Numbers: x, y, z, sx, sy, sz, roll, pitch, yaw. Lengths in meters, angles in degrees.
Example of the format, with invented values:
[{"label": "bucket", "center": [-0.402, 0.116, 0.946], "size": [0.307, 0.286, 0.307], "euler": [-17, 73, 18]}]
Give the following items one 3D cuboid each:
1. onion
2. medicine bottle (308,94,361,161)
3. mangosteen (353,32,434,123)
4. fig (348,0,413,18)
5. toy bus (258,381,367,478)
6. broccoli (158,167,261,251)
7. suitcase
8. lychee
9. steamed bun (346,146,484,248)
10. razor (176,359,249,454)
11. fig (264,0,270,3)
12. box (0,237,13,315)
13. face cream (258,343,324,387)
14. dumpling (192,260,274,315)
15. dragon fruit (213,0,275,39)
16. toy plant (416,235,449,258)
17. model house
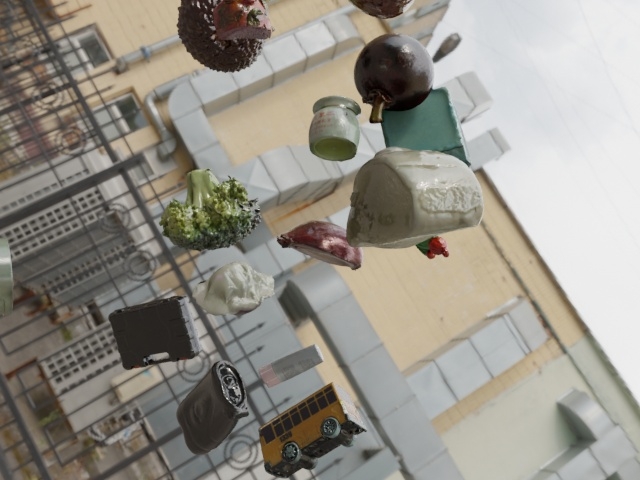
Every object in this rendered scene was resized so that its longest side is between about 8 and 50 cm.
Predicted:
[{"label": "onion", "center": [0.000, 0.000, 1.760], "size": [0.227, 0.283, 0.120], "euler": [0, -107, 63]}, {"label": "medicine bottle", "center": [0.041, -0.316, 1.624], "size": [0.147, 0.147, 0.143], "euler": [103, -8, -68]}, {"label": "mangosteen", "center": [0.192, -0.445, 1.627], "size": [0.235, 0.261, 0.235], "euler": [22, -17, 7]}, {"label": "fig", "center": [0.059, -0.453, 0.909], "size": [0.231, 0.160, 0.143], "euler": [28, -42, -9]}, {"label": "toy bus", "center": [-0.024, 0.380, 1.154], "size": [0.098, 0.201, 0.114], "euler": [48, 12, -49]}, {"label": "broccoli", "center": [-0.382, -0.106, 1.994], "size": [0.293, 0.348, 0.281], "euler": [0, 79, -89]}, {"label": "suitcase", "center": [-0.532, 0.297, 1.848], "size": [0.066, 0.285, 0.206], "euler": [-29, 105, -70]}, {"label": "lychee", "center": [-0.276, -0.607, 1.599], "size": [0.271, 0.271, 0.271], "euler": [55, -16, 24]}, {"label": "steamed bun", "center": [0.216, -0.109, 1.453], "size": [0.383, 0.247, 0.236], "euler": [159, -74, -68]}, {"label": "razor", "center": [-0.340, 0.532, 1.829], "size": [0.349, 0.113, 0.204], "euler": [-50, -126, 37]}, {"label": "fig", "center": [-0.234, -0.831, 1.778], "size": [0.239, 0.271, 0.239], "euler": [172, -90, -80]}, {"label": "box", "center": [-0.964, 0.108, 1.624], "size": [0.226, 0.149, 0.226], "euler": [9, -79, 55]}, {"label": "face cream", "center": [-0.090, 0.392, 1.805], "size": [0.057, 0.198, 0.084], "euler": [-110, 174, -56]}, {"label": "dumpling", "center": [-0.180, 0.110, 1.256], "size": [0.127, 0.188, 0.108], "euler": [38, -49, 52]}, {"label": "dragon fruit", "center": [-0.161, -0.509, 1.285], "size": [0.096, 0.147, 0.102], "euler": [-29, -95, 59]}, {"label": "toy plant", "center": [0.307, -0.022, 1.742], "size": [0.240, 0.088, 0.154], "euler": [59, -15, 23]}, {"label": "model house", "center": [0.328, -0.292, 1.773], "size": [0.249, 0.230, 0.280], "euler": [54, 27, -57]}]
